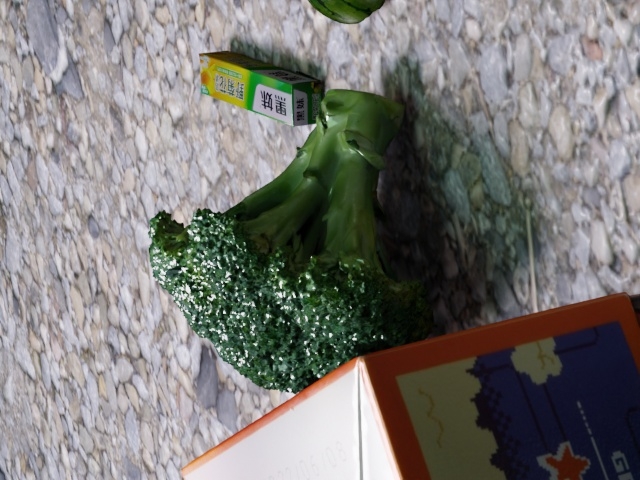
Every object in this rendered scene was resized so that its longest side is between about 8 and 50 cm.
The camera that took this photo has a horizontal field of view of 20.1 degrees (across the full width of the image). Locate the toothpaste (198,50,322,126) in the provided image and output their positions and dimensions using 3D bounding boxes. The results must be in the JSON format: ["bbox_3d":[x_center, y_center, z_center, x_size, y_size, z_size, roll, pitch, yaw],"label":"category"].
[{"bbox_3d":[-0.059,-0.147,1.725,0.178,0.037,0.043,25,119,54],"label":"toothpaste"}]

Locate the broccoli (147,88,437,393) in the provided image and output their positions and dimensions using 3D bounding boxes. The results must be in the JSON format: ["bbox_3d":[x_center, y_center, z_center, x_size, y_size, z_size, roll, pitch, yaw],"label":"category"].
[{"bbox_3d":[0.000,0.000,1.524,0.269,0.254,0.269,-23,56,39],"label":"broccoli"}]

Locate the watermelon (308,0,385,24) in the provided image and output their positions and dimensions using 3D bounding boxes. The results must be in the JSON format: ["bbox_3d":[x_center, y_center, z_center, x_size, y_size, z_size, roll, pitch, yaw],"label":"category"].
[{"bbox_3d":[0.014,-0.239,1.551,0.105,0.062,0.105,3,93,55],"label":"watermelon"}]

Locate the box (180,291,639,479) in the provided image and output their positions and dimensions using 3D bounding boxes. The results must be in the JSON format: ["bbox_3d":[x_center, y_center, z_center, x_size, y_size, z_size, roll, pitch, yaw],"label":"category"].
[{"bbox_3d":[0.108,0.252,1.365,0.348,0.257,0.319,-40,64,57],"label":"box"}]
